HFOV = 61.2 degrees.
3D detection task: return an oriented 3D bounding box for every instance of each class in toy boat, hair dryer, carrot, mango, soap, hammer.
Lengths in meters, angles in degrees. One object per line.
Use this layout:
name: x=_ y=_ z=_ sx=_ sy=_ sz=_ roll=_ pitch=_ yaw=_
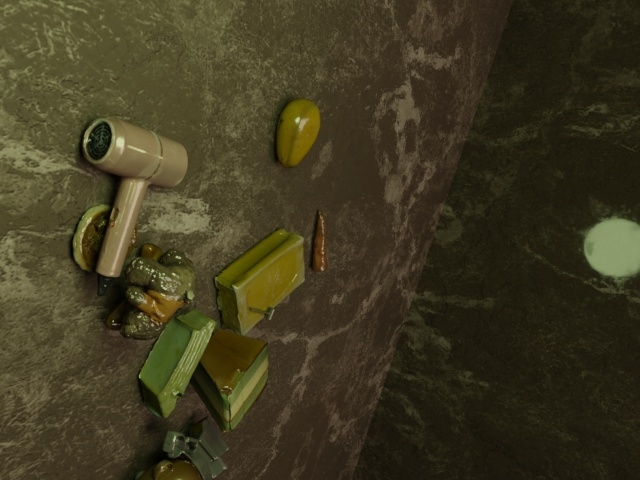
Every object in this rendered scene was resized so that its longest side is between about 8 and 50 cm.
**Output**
toy boat: x=-0.367 y=0.302 z=1.345 sx=0.084 sy=0.111 sz=0.276 roll=35 pitch=81 yaw=-56
hair dryer: x=-0.391 y=-0.054 z=1.056 sx=0.189 sy=0.106 sz=0.344 roll=14 pitch=92 yaw=-61
carrot: x=0.000 y=0.000 z=1.857 sx=0.057 sy=0.057 sz=0.224 roll=-29 pitch=129 yaw=-50
mango: x=-0.069 y=-0.295 z=1.495 sx=0.137 sy=0.098 sz=0.195 roll=5 pitch=111 yaw=-64
soap: x=-0.169 y=0.116 z=1.595 sx=0.315 sy=0.091 sz=0.199 roll=-38 pitch=140 yaw=-43
hammer: x=-0.169 y=0.203 z=1.548 sx=0.110 sy=0.019 sz=0.036 roll=28 pitch=84 yaw=-57

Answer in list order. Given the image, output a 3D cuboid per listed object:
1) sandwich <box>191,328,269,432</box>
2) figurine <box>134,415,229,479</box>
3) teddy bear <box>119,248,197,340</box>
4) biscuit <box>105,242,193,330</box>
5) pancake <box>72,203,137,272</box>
sandwich: x=-0.274 y=0.369 z=1.456 sx=0.227 sy=0.198 sz=0.155 roll=-51 pitch=148 yaw=-57
figurine: x=-0.389 y=0.648 z=1.479 sx=0.285 sy=0.167 sz=0.343 roll=-33 pitch=115 yaw=-59
teddy bear: x=-0.349 y=0.126 z=1.150 sx=0.190 sy=0.140 sz=0.177 roll=-54 pitch=171 yaw=13
biscuit: x=-0.393 y=0.117 z=1.245 sx=0.208 sy=0.047 sz=0.164 roll=-65 pitch=153 yaw=-7
pancake: x=-0.438 y=-0.002 z=1.109 sx=0.158 sy=0.028 sz=0.158 roll=-41 pitch=140 yaw=-46
